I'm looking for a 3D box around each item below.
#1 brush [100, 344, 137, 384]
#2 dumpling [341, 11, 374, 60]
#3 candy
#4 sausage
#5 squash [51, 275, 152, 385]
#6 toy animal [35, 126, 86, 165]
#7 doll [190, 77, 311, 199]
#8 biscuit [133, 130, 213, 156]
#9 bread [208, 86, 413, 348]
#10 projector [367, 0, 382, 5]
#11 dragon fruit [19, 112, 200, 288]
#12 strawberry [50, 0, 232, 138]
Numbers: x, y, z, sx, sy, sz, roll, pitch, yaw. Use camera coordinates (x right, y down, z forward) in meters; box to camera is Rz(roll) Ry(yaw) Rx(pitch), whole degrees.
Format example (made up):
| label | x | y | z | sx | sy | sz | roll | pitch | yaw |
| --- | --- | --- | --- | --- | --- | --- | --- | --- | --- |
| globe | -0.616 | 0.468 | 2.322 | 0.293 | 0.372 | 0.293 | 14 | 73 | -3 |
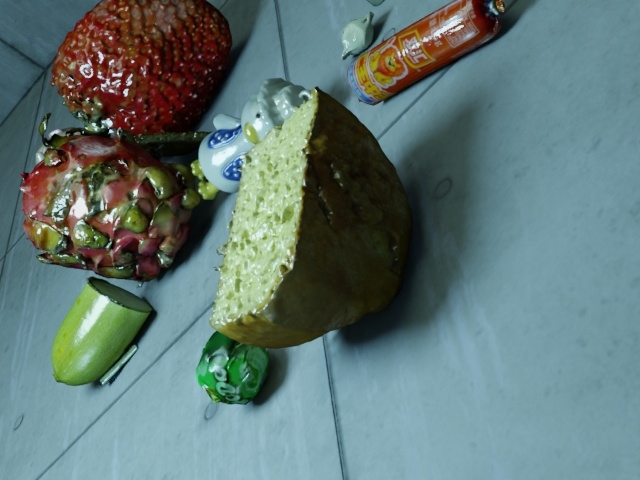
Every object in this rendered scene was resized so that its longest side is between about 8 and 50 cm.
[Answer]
| label | x | y | z | sx | sy | sz | roll | pitch | yaw |
| --- | --- | --- | --- | --- | --- | --- | --- | --- | --- |
| brush | -0.325 | 0.203 | 1.922 | 0.083 | 0.013 | 0.016 | -48 | 31 | 0 |
| dumpling | 0.059 | -0.315 | 1.845 | 0.052 | 0.057 | 0.076 | 0 | 83 | 19 |
| candy | -0.090 | 0.093 | 1.598 | 0.097 | 0.097 | 0.323 | -37 | 23 | 34 |
| sausage | 0.147 | -0.263 | 1.590 | 0.274 | 0.074 | 0.074 | -24 | 40 | 46 |
| squash | -0.372 | 0.159 | 1.933 | 0.187 | 0.123 | 0.123 | -56 | 26 | 4 |
| toy animal | -0.533 | -0.163 | 2.551 | 0.166 | 0.154 | 0.250 | -11 | 22 | 2 |
| doll | -0.105 | -0.156 | 1.848 | 0.293 | 0.119 | 0.138 | -31 | 78 | 41 |
| biscuit | -0.314 | -0.170 | 2.124 | 0.131 | 0.237 | 0.026 | -19 | 80 | 54 |
| bread | 0.000 | 0.000 | 1.416 | 0.194 | 0.179 | 0.340 | -35 | 35 | 40 |
| projector | 0.078 | -0.438 | 1.899 | 0.083 | 0.082 | 0.083 | -48 | 27 | 17 |
| dragon fruit | -0.338 | -0.058 | 1.971 | 0.291 | 0.250 | 0.269 | 4 | 87 | 27 |
| strawberry | -0.324 | -0.328 | 2.256 | 0.351 | 0.312 | 0.267 | -36 | 46 | -5 |
